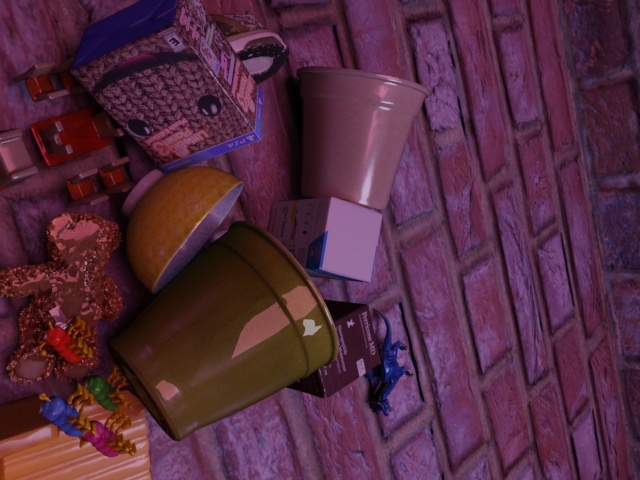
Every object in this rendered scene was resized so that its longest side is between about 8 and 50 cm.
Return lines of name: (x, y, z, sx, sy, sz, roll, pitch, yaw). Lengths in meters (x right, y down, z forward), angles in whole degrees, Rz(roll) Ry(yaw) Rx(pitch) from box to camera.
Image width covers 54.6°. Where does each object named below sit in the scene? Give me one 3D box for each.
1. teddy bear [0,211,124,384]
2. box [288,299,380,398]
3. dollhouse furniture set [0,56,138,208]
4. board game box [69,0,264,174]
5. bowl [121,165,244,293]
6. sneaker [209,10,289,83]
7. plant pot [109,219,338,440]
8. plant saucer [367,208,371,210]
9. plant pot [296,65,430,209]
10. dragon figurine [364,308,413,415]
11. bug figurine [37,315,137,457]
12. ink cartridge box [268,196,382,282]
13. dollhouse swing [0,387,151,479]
teddy bear: (-0.487, 0.110, 1.175, 0.245, 0.113, 0.338, -10, 104, -35)
box: (0.012, 0.263, 1.551, 0.203, 0.167, 0.169, -23, 104, -39)
dollhouse furniture set: (-0.507, -0.182, 1.156, 0.259, 0.135, 0.262, -35, 112, -48)
board game box: (-0.279, -0.299, 1.191, 0.291, 0.232, 0.141, 52, 29, -46)
bowl: (-0.302, -0.052, 1.250, 0.156, 0.289, 0.289, 38, 62, -1)
sneaker: (-0.280, -0.433, 1.354, 0.410, 0.158, 0.182, -12, 63, -35)
plant pot: (-0.214, 0.204, 1.260, 0.353, 0.366, 0.367, -35, 112, -26)
plant saucer: (0.119, -0.070, 1.746, 0.083, 0.015, 0.084, 0, 90, -41)
plant pot: (0.081, -0.242, 1.543, 0.333, 0.333, 0.306, 5, 98, -41)
dragon figurine: (0.176, 0.349, 1.748, 0.144, 0.085, 0.289, -22, 106, -39)
bug figurine: (-0.401, 0.261, 1.052, 0.072, 0.279, 0.216, -33, 123, -3)
ink cartridge box: (0.000, 0.000, 1.500, 0.168, 0.232, 0.171, 15, 80, -38)
dollhouse swing: (-0.424, 0.462, 1.113, 0.304, 0.315, 0.347, -5, 93, -30)
